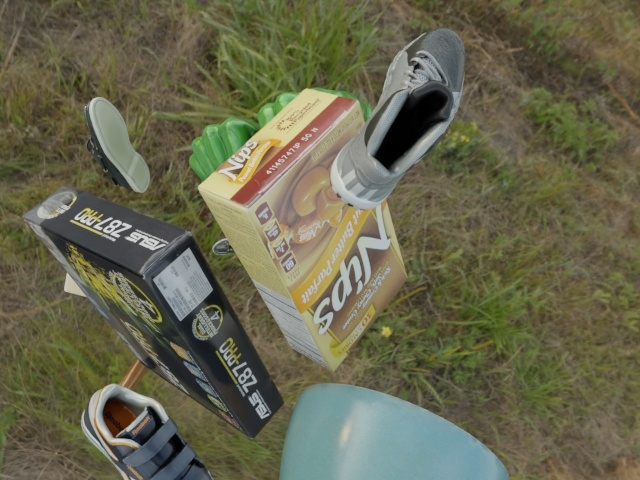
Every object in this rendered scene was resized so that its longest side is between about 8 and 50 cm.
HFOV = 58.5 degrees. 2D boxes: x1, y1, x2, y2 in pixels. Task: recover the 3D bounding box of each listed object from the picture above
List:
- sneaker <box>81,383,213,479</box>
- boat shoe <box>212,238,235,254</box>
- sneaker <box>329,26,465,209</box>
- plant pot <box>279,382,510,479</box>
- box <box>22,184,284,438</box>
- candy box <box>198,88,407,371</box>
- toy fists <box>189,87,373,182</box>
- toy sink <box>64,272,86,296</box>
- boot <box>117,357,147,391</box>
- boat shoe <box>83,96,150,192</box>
[{"bbox_3d":[-0.323,0.404,1.093,0.321,0.127,0.126,37,41,4],"label":"sneaker"},{"bbox_3d":[-0.266,0.014,1.756,0.142,0.040,0.049,-13,98,6],"label":"boat shoe"},{"bbox_3d":[0.102,-0.134,0.543,0.086,0.132,0.228,33,73,-8],"label":"sneaker"},{"bbox_3d":[0.064,0.340,0.707,0.290,0.290,0.195,35,56,-9],"label":"plant pot"},{"bbox_3d":[-0.250,0.114,0.901,0.097,0.318,0.394,-46,137,-27],"label":"box"},{"bbox_3d":[0.000,0.000,0.705,0.183,0.088,0.316,-47,139,-23],"label":"candy box"},{"bbox_3d":[-0.063,-0.139,0.810,0.142,0.279,0.096,1,79,-57],"label":"toy fists"},{"bbox_3d":[-0.584,0.082,1.637,0.234,0.131,0.152,12,87,-66],"label":"toy sink"},{"bbox_3d":[-0.373,0.211,1.288,0.096,0.264,0.280,38,64,-11],"label":"boot"},{"bbox_3d":[-0.597,-0.261,1.609,0.113,0.340,0.127,4,62,12],"label":"boat shoe"}]
